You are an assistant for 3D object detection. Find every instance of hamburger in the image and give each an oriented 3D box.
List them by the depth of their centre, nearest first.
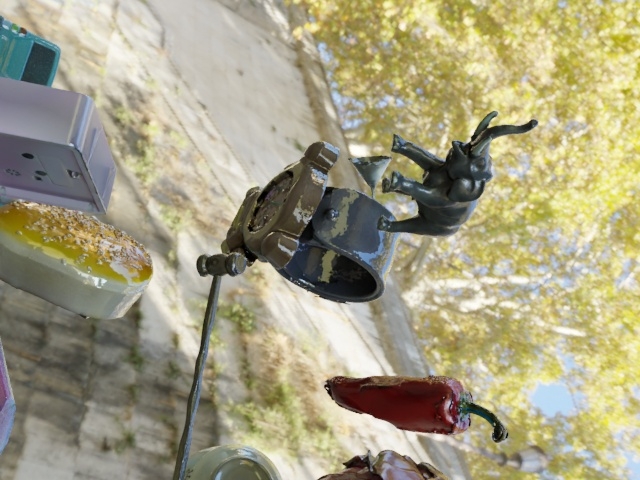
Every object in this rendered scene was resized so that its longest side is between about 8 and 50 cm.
[{"bbox_3d":[-0.449,0.027,1.237,0.151,0.295,0.227,-60,-168,4],"label":"hamburger"}]

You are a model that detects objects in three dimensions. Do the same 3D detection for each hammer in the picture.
[{"bbox_3d":[-0.136,0.153,0.781,0.058,0.029,0.292,-2,-110,31],"label":"hammer"}]

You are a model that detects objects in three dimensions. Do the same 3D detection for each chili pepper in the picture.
[{"bbox_3d":[0.159,0.295,1.270,0.388,0.110,0.110,-1,-116,36],"label":"chili pepper"}]

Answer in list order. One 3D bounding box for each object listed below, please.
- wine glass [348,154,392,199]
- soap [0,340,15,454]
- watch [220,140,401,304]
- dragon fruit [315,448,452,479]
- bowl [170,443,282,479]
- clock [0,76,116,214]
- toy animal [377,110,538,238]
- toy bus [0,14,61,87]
[{"bbox_3d":[0.141,-0.136,1.881,0.122,0.122,0.183,-151,-125,-62],"label":"wine glass"},{"bbox_3d":[-0.499,0.207,0.869,0.193,0.109,0.323,-19,-101,4],"label":"soap"},{"bbox_3d":[0.000,0.000,1.569,0.335,0.327,0.314,-18,-137,52],"label":"watch"},{"bbox_3d":[0.096,0.446,0.939,0.329,0.329,0.329,-40,-145,37],"label":"dragon fruit"},{"bbox_3d":[-0.165,0.490,1.317,0.126,0.238,0.237,126,-25,-48],"label":"bowl"},{"bbox_3d":[-0.310,-0.100,0.757,0.197,0.150,0.063,114,-14,-70],"label":"clock"},{"bbox_3d":[0.152,-0.084,0.883,0.269,0.137,0.082,114,-13,-59],"label":"toy animal"},{"bbox_3d":[-0.558,-0.275,1.207,0.256,0.147,0.128,-11,-117,53],"label":"toy bus"}]
